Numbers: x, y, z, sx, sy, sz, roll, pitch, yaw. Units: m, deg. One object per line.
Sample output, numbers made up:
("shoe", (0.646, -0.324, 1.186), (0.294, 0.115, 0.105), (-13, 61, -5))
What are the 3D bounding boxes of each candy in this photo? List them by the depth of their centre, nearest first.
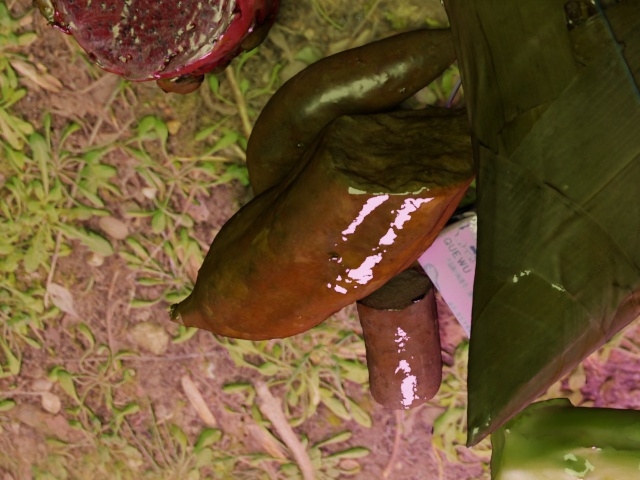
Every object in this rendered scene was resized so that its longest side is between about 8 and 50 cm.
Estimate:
("candy", (0.169, 0.039, 1.465), (0.092, 0.073, 0.160), (-30, 96, 35))

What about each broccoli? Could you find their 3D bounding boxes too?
("broccoli", (0.376, 0.213, 1.345), (0.397, 0.275, 0.353), (-36, 85, 26))

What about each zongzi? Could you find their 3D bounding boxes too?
("zongzi", (0.163, -0.076, 1.253), (0.174, 0.393, 0.356), (-27, 94, 54))

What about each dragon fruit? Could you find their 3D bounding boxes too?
("dragon fruit", (-0.122, -0.245, 1.447), (0.282, 0.147, 0.211), (-7, 98, 22))

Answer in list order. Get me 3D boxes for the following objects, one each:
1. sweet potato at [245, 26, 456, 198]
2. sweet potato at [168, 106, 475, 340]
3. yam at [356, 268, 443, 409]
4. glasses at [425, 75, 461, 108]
("sweet potato", (-0.004, -0.103, 1.479), (0.108, 0.079, 0.346), (37, 123, -9))
("sweet potato", (0.000, 0.000, 1.438), (0.158, 0.158, 0.370), (47, 126, 0))
("yam", (0.079, 0.095, 1.514), (0.084, 0.084, 0.127), (3, 124, 22))
("glasses", (0.138, -0.102, 1.429), (0.104, 0.062, 0.139), (-17, 102, 29))
